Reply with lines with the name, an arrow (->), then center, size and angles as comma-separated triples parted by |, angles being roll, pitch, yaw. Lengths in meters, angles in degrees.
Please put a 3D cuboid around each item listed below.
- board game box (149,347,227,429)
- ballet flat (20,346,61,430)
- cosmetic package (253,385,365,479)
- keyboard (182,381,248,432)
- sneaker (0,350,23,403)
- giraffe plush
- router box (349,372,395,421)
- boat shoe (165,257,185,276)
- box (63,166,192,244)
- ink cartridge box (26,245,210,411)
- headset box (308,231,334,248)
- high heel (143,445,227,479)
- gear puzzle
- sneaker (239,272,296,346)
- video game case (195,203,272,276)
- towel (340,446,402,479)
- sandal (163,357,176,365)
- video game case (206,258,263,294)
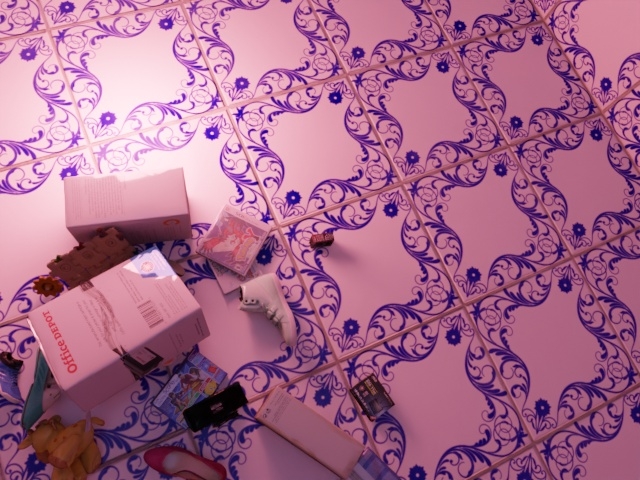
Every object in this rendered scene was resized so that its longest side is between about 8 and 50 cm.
board game box -> -0.397, 0.448, 1.593 | 0.136, 0.035, 0.201 | 36, 69, 3
ballet flat -> -0.774, 0.408, 1.488 | 0.087, 0.083, 0.247 | 2, 52, -13
cosmetic package -> -0.038, 0.564, 1.555 | 0.309, 0.160, 0.113 | 34, 70, 3
keyboard -> -0.312, 0.513, 1.582 | 0.192, 0.038, 0.100 | -22, 81, -30
sneaker -> -0.887, 0.387, 1.511 | 0.084, 0.058, 0.152 | -41, 76, -12
giraffe plush -> -0.718, 0.560, 1.441 | 0.171, 0.181, 0.210 | 5, 80, 14
router box -> 0.165, 0.500, 1.677 | 0.092, 0.038, 0.122 | -32, 79, -19
boat shoe -> -0.502, 0.084, 1.697 | 0.137, 0.049, 0.043 | 28, 111, -3
box -> -0.590, -0.097, 1.649 | 0.345, 0.215, 0.168 | -7, 72, -13
ink cartridge box -> -0.562, 0.239, 1.486 | 0.395, 0.166, 0.285 | -31, 57, -22
headset box -> 0.000, 0.000, 1.807 | 0.083, 0.062, 0.032 | -8, 72, -14
high heel -> -0.384, 0.639, 1.485 | 0.244, 0.117, 0.082 | 22, 69, -3
gear puzzle -> -0.715, 0.083, 1.601 | 0.339, 0.175, 0.044 | -28, 40, 5
sneaker -> -0.175, 0.237, 1.674 | 0.151, 0.094, 0.256 | -15, 65, -21
video game case -> -0.287, -0.004, 1.757 | 0.183, 0.023, 0.201 | 26, 67, 3
towel -> 0.125, 0.798, 1.570 | 0.209, 0.034, 0.285 | 43, 69, 6
sandal -> -0.496, 0.251, 1.620 | 0.102, 0.076, 0.265 | -2, 72, -11
video game case -> -0.287, 0.082, 1.748 | 0.143, 0.019, 0.157 | -25, 76, -18
